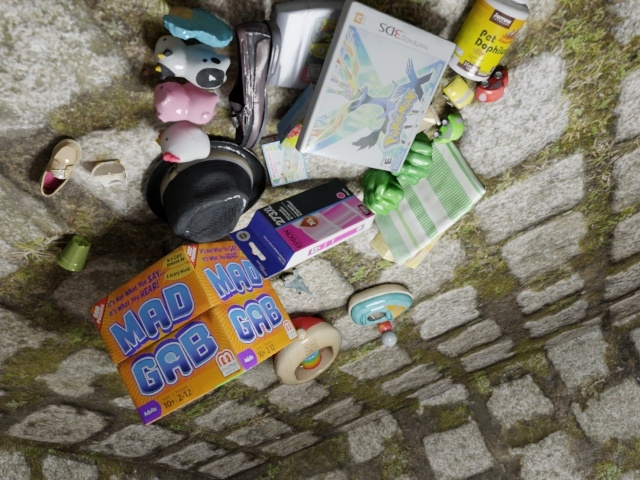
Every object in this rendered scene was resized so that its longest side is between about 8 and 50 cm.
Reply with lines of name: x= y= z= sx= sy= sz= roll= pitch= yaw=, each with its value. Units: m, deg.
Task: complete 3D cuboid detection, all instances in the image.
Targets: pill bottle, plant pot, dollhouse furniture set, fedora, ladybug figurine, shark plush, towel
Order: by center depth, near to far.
pill bottle: x=0.384 y=-0.481 z=1.107 sx=0.117 sy=0.117 sz=0.215 roll=3 pitch=137 yaw=-23
dollhouse furniture set: x=0.184 y=-0.338 z=1.259 sx=0.182 sy=0.101 sz=0.161 roll=-26 pitch=116 yaw=12
fedora: x=-0.293 y=-0.100 z=1.298 sx=0.334 sy=0.152 sz=0.334 roll=-10 pitch=142 yaw=-8
plant pot: x=-0.687 y=0.030 z=1.384 sx=0.083 sy=0.083 sz=0.079 roll=21 pitch=116 yaw=-38
towel: x=0.291 y=-0.121 z=1.412 sx=0.325 sy=0.248 sz=0.038 roll=-42 pitch=145 yaw=26
shark plush: x=-0.089 y=0.167 z=1.764 sx=0.073 sy=0.067 sz=0.161 roll=-24 pitch=141 yaw=9
ladybug figurine: x=-0.066 y=0.433 z=1.986 sx=0.305 sy=0.162 sz=0.449 roll=-29 pitch=151 yaw=-16

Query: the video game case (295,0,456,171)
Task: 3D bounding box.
video game case: x=0.126 y=-0.328 z=1.114 sx=0.300 sy=0.036 sz=0.329 roll=5 pitch=120 yaw=-33

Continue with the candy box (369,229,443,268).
candy box: x=0.318 y=-0.070 z=1.526 sx=0.183 sy=0.087 sz=0.316 roll=18 pitch=114 yaw=-45

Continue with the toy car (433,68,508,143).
toy car: x=0.375 y=-0.332 z=1.284 sx=0.239 sy=0.053 sz=0.225 roll=-18 pitch=151 yaw=-34

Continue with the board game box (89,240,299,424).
board game box: x=-0.348 y=0.242 z=1.427 sx=0.356 sy=0.356 sz=0.356 roll=-32 pitch=172 yaw=18

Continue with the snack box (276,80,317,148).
snack box: x=0.025 y=-0.287 z=1.209 sx=0.207 sy=0.070 sz=0.174 roll=4 pitch=153 yaw=-33

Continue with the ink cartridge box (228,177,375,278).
ink cartridge box: x=-0.044 y=-0.043 z=1.327 sx=0.371 sy=0.176 sz=0.069 roll=-27 pitch=150 yaw=-30

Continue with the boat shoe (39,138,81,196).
boat shoe: x=-0.620 y=-0.168 z=1.172 sx=0.063 sy=0.059 sz=0.170 roll=20 pitch=129 yaw=-37

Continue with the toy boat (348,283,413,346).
toy boat: x=0.257 y=0.306 z=1.993 sx=0.267 sy=0.148 sz=0.318 roll=-17 pitch=141 yaw=1

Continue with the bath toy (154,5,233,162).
bath toy: x=-0.296 y=-0.309 z=1.060 sx=0.151 sy=0.129 sz=0.348 roll=27 pitch=132 yaw=4

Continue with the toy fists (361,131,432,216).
toy fists: x=0.210 y=-0.187 z=1.382 sx=0.096 sy=0.142 sz=0.279 roll=14 pitch=132 yaw=-33

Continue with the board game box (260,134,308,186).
board game box: x=-0.095 y=-0.218 z=1.326 sx=0.103 sy=0.026 sz=0.154 roll=-14 pitch=142 yaw=-3

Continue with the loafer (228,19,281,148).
loafer: x=-0.167 y=-0.336 z=1.082 sx=0.095 sy=0.109 sz=0.302 roll=-10 pitch=140 yaw=-30

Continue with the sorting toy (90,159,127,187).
sorting toy: x=-0.523 y=-0.160 z=1.234 sx=0.083 sy=0.045 sz=0.075 roll=-9 pitch=148 yaw=-10

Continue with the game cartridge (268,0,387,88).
game cartridge: x=0.033 y=-0.430 z=1.097 sx=0.294 sy=0.060 sz=0.196 roll=-1 pitch=135 yaw=-19
